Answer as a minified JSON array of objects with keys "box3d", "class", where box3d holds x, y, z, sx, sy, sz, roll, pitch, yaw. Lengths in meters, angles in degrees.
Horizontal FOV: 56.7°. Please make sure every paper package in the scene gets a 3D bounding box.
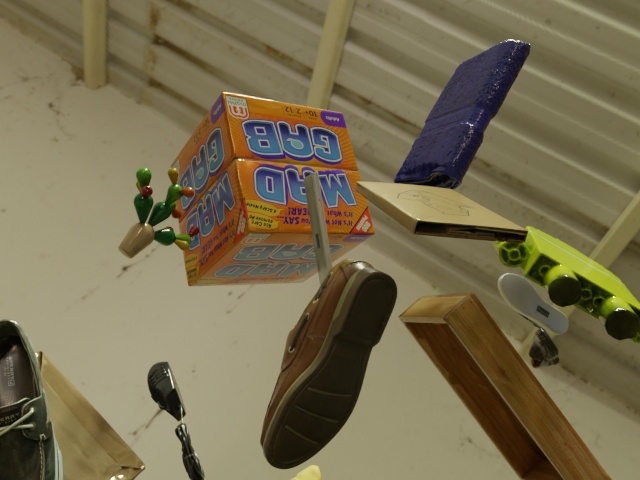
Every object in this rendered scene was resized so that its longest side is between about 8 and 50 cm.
[{"box3d":[-0.544,0.428,1.093,0.309,0.168,0.325,45,-67,7],"class":"paper package"}]

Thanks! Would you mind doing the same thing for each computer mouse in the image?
[{"box3d":[-0.213,0.257,0.852,0.242,0.041,0.071,-135,-151,-57],"class":"computer mouse"}]

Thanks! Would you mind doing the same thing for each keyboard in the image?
[{"box3d":[0.000,0.000,1.134,0.072,0.014,0.256,164,-82,-74],"class":"keyboard"}]

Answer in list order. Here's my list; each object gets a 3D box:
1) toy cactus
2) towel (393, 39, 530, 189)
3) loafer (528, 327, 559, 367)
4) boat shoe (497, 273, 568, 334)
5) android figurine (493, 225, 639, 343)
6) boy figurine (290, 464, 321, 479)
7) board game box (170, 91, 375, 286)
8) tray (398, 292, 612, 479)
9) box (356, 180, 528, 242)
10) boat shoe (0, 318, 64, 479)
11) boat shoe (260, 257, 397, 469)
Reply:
[{"box3d":[-0.322,-0.035,1.180,0.112,0.181,0.219,23,-30,21],"class":"toy cactus"},{"box3d":[0.278,-0.229,1.159,0.076,0.308,0.227,32,-9,-16],"class":"towel"},{"box3d":[0.530,0.265,1.420,0.061,0.062,0.170,-28,-44,6],"class":"loafer"},{"box3d":[0.528,0.163,1.510,0.228,0.080,0.076,33,-14,-13],"class":"boat shoe"},{"box3d":[0.371,0.055,0.875,0.248,0.273,0.056,30,-73,2],"class":"android figurine"},{"box3d":[-0.042,0.676,1.410,0.177,0.285,0.092,29,-52,-28],"class":"boy figurine"},{"box3d":[-0.138,-0.111,1.535,0.356,0.356,0.357,-37,-120,48],"class":"board game box"},{"box3d":[0.323,0.277,1.063,0.411,0.076,0.203,52,-16,-4],"class":"tray"},{"box3d":[0.158,-0.043,0.817,0.164,0.201,0.021,4,-71,-19],"class":"box"},{"box3d":[-0.478,0.277,0.905,0.335,0.121,0.119,63,-27,27],"class":"boat shoe"},{"box3d":[0.002,0.172,0.852,0.110,0.307,0.104,34,-5,-34],"class":"boat shoe"}]
